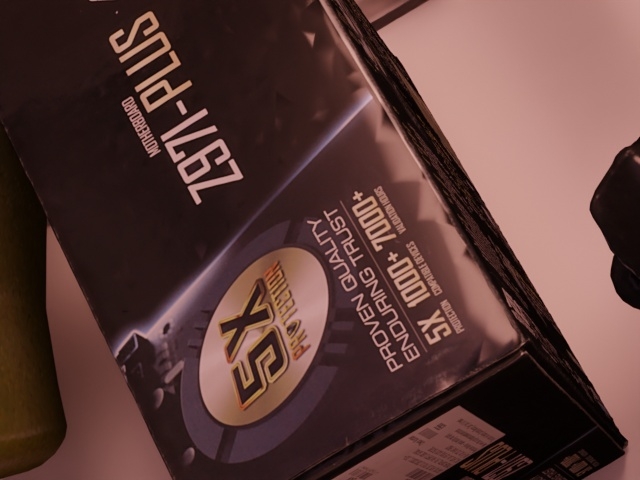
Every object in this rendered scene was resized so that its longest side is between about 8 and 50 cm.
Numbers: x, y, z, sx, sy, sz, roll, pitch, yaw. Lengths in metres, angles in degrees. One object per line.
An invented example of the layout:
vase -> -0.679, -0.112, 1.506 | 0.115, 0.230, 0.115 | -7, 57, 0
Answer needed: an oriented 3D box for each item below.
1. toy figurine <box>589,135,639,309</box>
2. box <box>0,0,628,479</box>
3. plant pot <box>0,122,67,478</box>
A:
toy figurine -> 0.175, 0.032, 0.355 | 0.213, 0.148, 0.209 | -10, 96, 25
box -> 0.000, 0.000, 0.419 | 0.077, 0.180, 0.147 | -31, 71, 8
plant pot -> -0.224, -0.078, 0.447 | 0.366, 0.366, 0.353 | -16, 85, 13
